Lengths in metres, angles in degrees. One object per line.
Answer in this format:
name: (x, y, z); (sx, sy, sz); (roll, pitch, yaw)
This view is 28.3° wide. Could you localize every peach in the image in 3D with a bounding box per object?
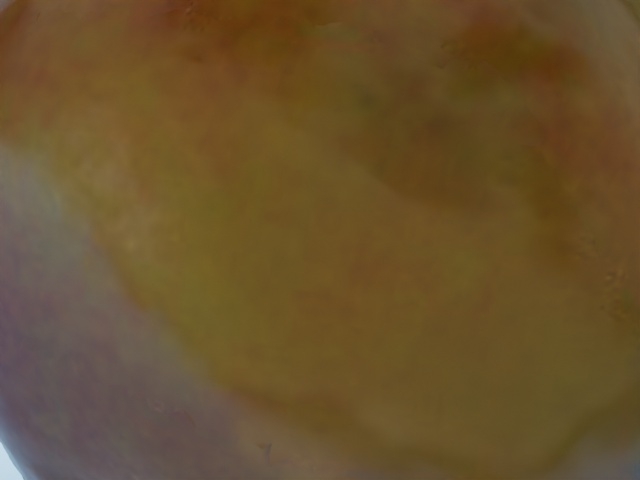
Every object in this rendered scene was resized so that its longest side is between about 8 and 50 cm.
peach: (0.000, 0.000, 0.492); (0.332, 0.308, 0.308); (14, -130, -2)
